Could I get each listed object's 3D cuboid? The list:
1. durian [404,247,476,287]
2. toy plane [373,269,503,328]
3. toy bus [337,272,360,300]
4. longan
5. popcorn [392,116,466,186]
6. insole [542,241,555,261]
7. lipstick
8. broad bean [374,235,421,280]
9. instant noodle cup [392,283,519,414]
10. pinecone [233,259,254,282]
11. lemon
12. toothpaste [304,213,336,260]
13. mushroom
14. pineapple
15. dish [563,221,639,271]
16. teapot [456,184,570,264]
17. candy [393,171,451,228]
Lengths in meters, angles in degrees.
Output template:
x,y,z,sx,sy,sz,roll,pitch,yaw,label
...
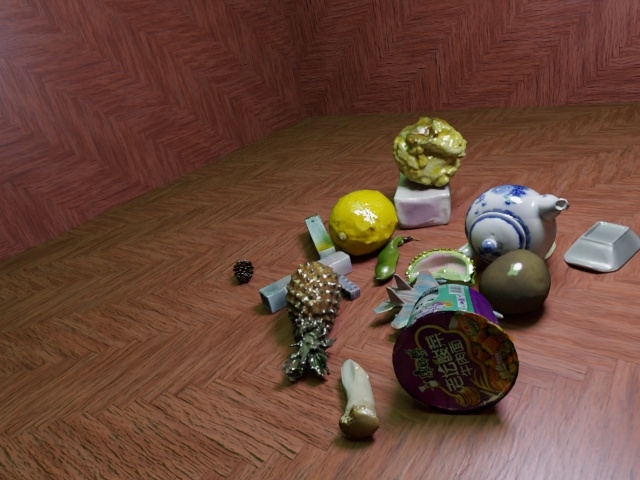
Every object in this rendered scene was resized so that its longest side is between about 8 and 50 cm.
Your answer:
x,y,z,sx,sy,sz,roll,pitch,yaw,label
0.358,0.098,1.366,0.221,0.095,0.137,0,54,32,durian
0.314,0.175,1.229,0.327,0.104,0.223,14,47,29,toy plane
0.076,0.145,1.473,0.052,0.036,0.131,-22,28,-22,toy bus
0.509,0.111,1.208,0.189,0.189,0.189,-10,26,5,longan
0.414,-0.335,1.733,0.293,0.236,0.293,-12,27,6,popcorn
0.659,0.053,1.426,0.081,0.011,0.248,12,35,39,insole
-0.044,0.131,1.517,0.318,0.068,0.066,-26,28,-24,lipstick
0.249,0.049,1.568,0.098,0.055,0.318,5,29,33,broad bean
0.292,0.220,1.020,0.252,0.251,0.190,-4,19,16,instant noodle cup
-0.274,0.111,1.656,0.077,0.077,0.083,-16,31,-8,pinecone
0.152,-0.066,1.650,0.234,0.233,0.288,10,24,38,lemon
0.000,0.000,1.741,0.071,0.089,0.312,-21,27,-2,toothpaste
0.080,0.349,1.037,0.084,0.071,0.209,-41,18,15,mushroom
-0.030,0.219,1.264,0.175,0.175,0.361,-5,42,16,pineapple
0.833,0.013,1.372,0.234,0.064,0.154,-30,32,-29,dish
0.534,-0.026,1.342,0.280,0.252,0.424,-30,-6,-43,teapot
0.417,-0.186,1.863,0.208,0.144,0.358,-3,28,16,candy
